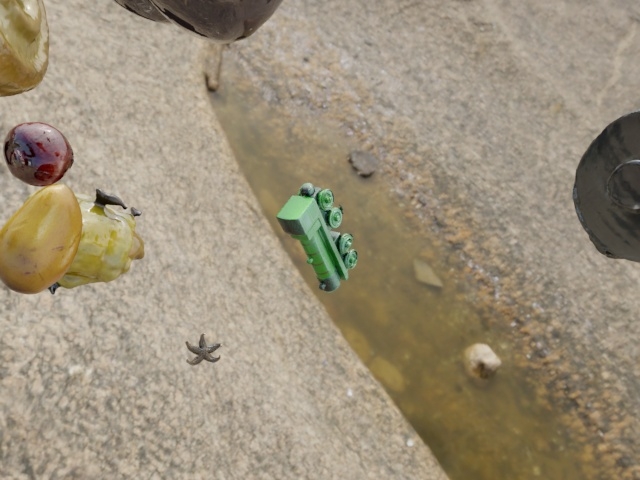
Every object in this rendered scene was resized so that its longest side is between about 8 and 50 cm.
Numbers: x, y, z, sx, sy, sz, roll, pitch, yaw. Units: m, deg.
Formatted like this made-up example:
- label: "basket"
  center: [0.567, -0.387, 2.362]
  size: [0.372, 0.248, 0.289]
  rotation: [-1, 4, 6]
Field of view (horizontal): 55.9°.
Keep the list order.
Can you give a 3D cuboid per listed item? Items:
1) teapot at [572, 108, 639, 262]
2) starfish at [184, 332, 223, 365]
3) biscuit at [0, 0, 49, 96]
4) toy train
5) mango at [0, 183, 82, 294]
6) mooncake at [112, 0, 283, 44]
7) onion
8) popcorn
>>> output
- label: "teapot"
  center: [0.497, -0.085, 0.754]
  size: [0.337, 0.270, 0.200]
  rotation: [-2, 47, -35]
- label: "starfish"
  center: [-0.273, 0.254, 1.388]
  size: [0.091, 0.028, 0.078]
  rotation: [29, 77, -13]
- label: "biscuit"
  center: [-0.439, -0.305, 0.811]
  size: [0.091, 0.274, 0.213]
  rotation: [-8, 82, -5]
- label: "toy train"
  center: [0.000, 0.000, 1.229]
  size: [0.085, 0.251, 0.119]
  rotation: [9, 49, 35]
- label: "mango"
  center: [-0.520, -0.005, 1.130]
  size: [0.112, 0.219, 0.145]
  rotation: [29, 2, 31]
- label: "mooncake"
  center: [-0.104, -0.228, 0.353]
  size: [0.245, 0.245, 0.133]
  rotation: [32, 83, -5]
- label: "onion"
  center: [-0.551, -0.168, 1.180]
  size: [0.131, 0.131, 0.131]
  rotation: [19, 43, -19]
- label: "popcorn"
  center: [-0.565, 0.004, 1.446]
  size: [0.297, 0.316, 0.281]
  rotation: [28, 79, 27]
